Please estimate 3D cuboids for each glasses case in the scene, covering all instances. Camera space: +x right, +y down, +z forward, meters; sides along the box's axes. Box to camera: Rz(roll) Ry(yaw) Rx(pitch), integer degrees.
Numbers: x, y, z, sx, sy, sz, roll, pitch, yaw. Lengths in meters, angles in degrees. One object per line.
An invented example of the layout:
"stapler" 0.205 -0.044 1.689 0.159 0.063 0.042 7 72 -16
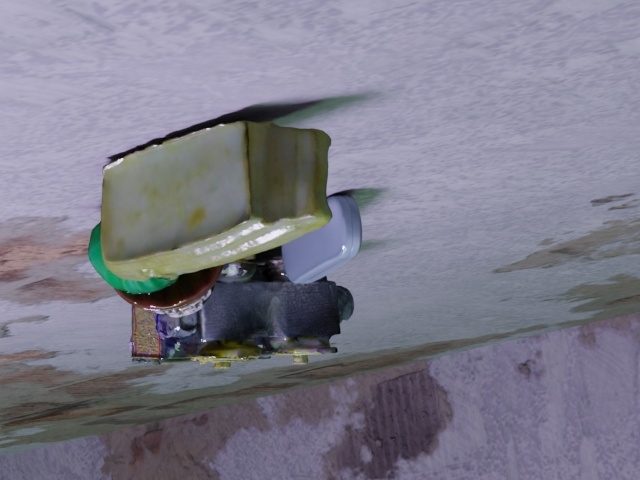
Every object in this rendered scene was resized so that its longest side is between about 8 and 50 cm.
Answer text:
"glasses case" 0.000 0.000 1.892 0.045 0.067 0.178 -2 168 -22

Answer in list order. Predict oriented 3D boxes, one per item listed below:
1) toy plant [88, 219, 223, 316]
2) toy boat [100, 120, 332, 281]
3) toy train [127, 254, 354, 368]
"toy plant" -0.154 0.011 1.748 0.143 0.105 0.200 -17 158 0
"toy boat" -0.113 -0.032 1.522 0.276 0.111 0.084 -14 164 41
"toy train" -0.094 0.078 2.050 0.261 0.134 0.177 1 179 -38
